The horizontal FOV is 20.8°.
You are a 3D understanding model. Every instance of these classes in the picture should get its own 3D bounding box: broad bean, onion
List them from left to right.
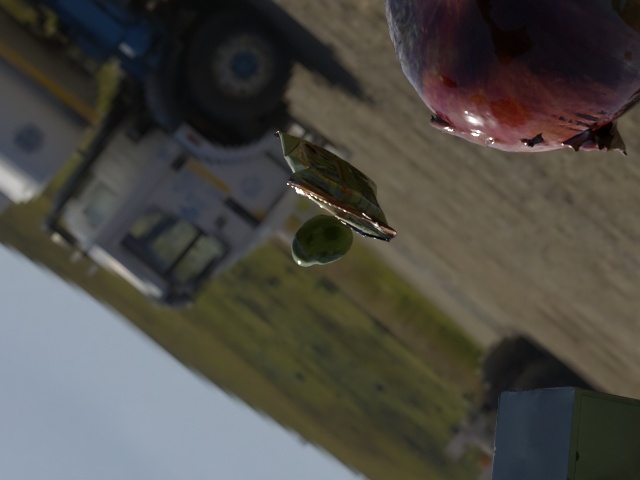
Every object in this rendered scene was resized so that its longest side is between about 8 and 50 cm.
[{"bbox_3d":[0.000,0.000,2.207,0.063,0.083,0.045,63,168,11],"label":"broad bean"},{"bbox_3d":[0.223,-0.248,1.724,0.354,0.353,0.353,40,180,0],"label":"onion"}]

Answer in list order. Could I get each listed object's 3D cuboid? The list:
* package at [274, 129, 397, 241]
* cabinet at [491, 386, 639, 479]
[{"bbox_3d":[0.012,-0.049,1.522,0.108,0.031,0.120,31,-163,-20],"label":"package"},{"bbox_3d":[0.313,0.249,1.917,0.206,0.145,0.150,12,167,-26],"label":"cabinet"}]
